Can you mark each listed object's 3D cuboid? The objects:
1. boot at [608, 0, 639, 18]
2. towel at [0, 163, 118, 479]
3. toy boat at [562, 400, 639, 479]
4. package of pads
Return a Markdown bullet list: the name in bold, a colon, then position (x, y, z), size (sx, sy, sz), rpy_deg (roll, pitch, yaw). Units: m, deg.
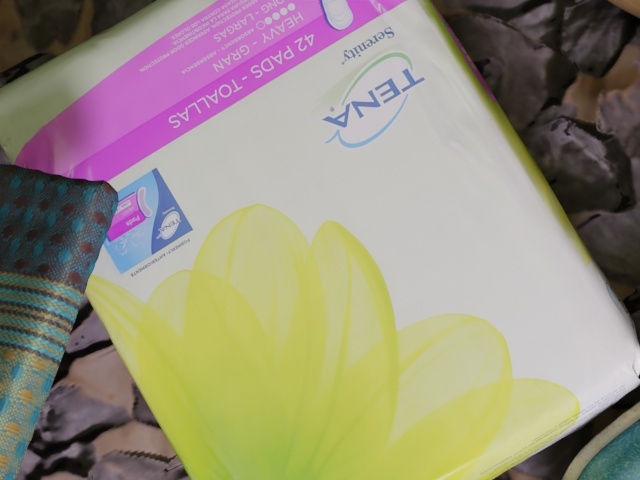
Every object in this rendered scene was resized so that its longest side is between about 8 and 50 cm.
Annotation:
- **boot**: position (0.214, -0.046, 0.792), size (0.236, 0.089, 0.269), rpy_deg (15, 54, 5)
- **towel**: position (-0.258, 0.126, 0.802), size (0.271, 0.040, 0.370), rpy_deg (11, 73, 34)
- **toy boat**: position (0.275, 0.188, 0.780), size (0.267, 0.148, 0.318), rpy_deg (-27, 80, -1)
- **package of pads**: position (0.000, 0.000, 0.850), size (0.229, 0.101, 0.296), rpy_deg (-30, 81, -1)
